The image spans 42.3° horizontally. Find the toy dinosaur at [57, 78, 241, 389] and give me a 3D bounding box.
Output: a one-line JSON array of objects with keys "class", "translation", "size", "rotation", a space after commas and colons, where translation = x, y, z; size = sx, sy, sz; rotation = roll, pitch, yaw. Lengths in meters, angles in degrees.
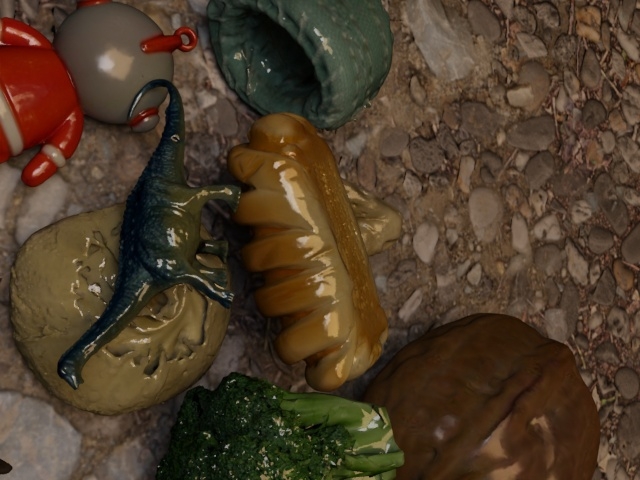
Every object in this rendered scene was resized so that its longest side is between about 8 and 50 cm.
[{"class": "toy dinosaur", "translation": [-0.155, -0.010, 0.854], "size": [0.147, 0.076, 0.363], "rotation": [14, 63, -13]}]

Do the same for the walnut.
[{"class": "walnut", "translation": [0.216, 0.256, 1.109], "size": [0.344, 0.306, 0.306], "rotation": [-35, 104, -23]}]

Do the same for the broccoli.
[{"class": "broccoli", "translation": [-0.043, 0.280, 0.913], "size": [0.275, 0.308, 0.308], "rotation": [-12, 92, -16]}]

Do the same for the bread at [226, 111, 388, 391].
[{"class": "bread", "translation": [-0.021, 0.010, 0.940], "size": [0.173, 0.121, 0.311], "rotation": [-14, 86, -68]}]

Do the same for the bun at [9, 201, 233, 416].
[{"class": "bun", "translation": [-0.209, 0.074, 0.932], "size": [0.259, 0.152, 0.259], "rotation": [5, 80, -33]}]

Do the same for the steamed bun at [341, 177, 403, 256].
[{"class": "steamed bun", "translation": [0.000, 0.000, 1.089], "size": [0.172, 0.141, 0.155], "rotation": [28, 81, -22]}]

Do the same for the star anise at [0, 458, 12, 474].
[{"class": "star anise", "translation": [-0.457, 0.170, 0.787], "size": [0.315, 0.108, 0.315], "rotation": [-2, 94, -36]}]

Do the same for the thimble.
[{"class": "thimble", "translation": [-0.020, -0.249, 1.050], "size": [0.235, 0.198, 0.143], "rotation": [48, 57, 0]}]

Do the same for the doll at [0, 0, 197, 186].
[{"class": "doll", "translation": [-0.291, -0.183, 0.938], "size": [0.336, 0.105, 0.199], "rotation": [-28, 98, -24]}]
